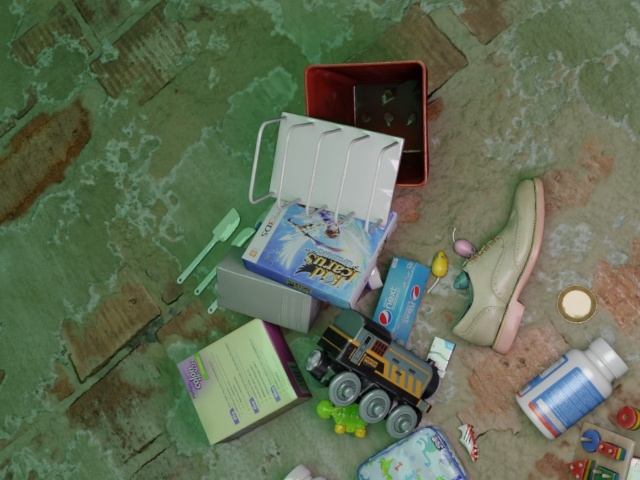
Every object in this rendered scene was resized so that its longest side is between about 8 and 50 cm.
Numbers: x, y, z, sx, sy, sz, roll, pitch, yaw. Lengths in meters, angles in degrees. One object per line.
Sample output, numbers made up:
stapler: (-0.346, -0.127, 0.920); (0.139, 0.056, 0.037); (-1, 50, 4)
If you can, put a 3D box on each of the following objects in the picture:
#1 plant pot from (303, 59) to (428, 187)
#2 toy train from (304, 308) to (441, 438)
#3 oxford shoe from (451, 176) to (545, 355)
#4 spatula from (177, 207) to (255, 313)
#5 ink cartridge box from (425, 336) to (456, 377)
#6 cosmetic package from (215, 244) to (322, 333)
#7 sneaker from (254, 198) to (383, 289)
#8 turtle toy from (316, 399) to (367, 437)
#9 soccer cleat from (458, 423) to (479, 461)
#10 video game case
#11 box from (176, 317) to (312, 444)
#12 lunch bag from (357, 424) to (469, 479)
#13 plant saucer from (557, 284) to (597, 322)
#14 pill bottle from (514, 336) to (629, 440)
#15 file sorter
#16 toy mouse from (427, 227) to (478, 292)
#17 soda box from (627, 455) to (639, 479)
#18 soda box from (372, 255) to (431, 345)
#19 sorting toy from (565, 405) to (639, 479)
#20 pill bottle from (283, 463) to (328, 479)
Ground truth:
plant pot: (0.131, -0.270, 1.828); (0.267, 0.236, 0.267); (2, 103, 18)
toy train: (0.121, 0.289, 1.724); (0.190, 0.334, 0.142); (-57, 29, -2)
oxford shoe: (0.392, 0.042, 1.752); (0.146, 0.140, 0.397); (15, 85, 7)
spatula: (-0.246, 0.058, 2.029); (0.168, 0.019, 0.242); (42, 94, 19)
ink cartridge box: (0.270, 0.266, 1.822); (0.048, 0.028, 0.083); (20, 87, 20)
cosmetic package: (-0.117, 0.112, 1.849); (0.237, 0.107, 0.127); (19, 130, 14)
sneaker: (-0.022, 0.029, 1.890); (0.236, 0.130, 0.323); (-32, 67, 1)
turtle toy: (0.055, 0.395, 1.840); (0.130, 0.066, 0.095); (13, 83, -11)
soccer cleat: (0.327, 0.449, 1.774); (0.035, 0.029, 0.083); (-17, 73, 23)
video game case: (0.000, 0.000, 1.783); (0.269, 0.061, 0.244); (21, 66, 18)
box: (-0.181, 0.334, 1.908); (0.243, 0.117, 0.214); (-31, 73, 10)
lunch bag: (0.208, 0.524, 1.767); (0.219, 0.090, 0.176); (-32, 77, 11)
plant saucer: (0.562, 0.140, 1.758); (0.083, 0.015, 0.083); (-3, 80, 18)
pill bottle: (0.530, 0.306, 1.682); (0.221, 0.124, 0.124); (-40, 71, 8)
file sorter: (0.008, -0.143, 1.680); (0.277, 0.173, 0.193); (15, 107, 15)
toy mouse: (0.327, 0.053, 1.840); (0.143, 0.031, 0.161); (9, 83, 19)
soda box: (0.681, 0.483, 1.638); (0.183, 0.058, 0.063); (11, 84, 20)
soda box: (0.179, 0.149, 1.842); (0.067, 0.071, 0.210); (16, 86, 40)
sorting toy: (0.562, 0.461, 1.643); (0.132, 0.046, 0.275); (13, 87, 62)
pill bottle: (0.003, 0.607, 1.801); (0.208, 0.117, 0.118); (40, 94, 19)
